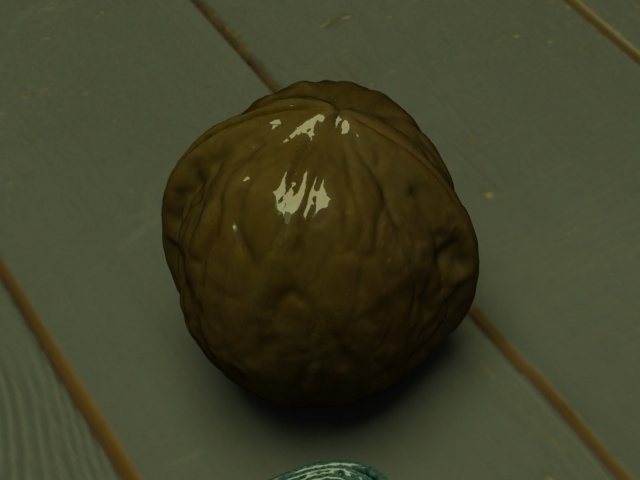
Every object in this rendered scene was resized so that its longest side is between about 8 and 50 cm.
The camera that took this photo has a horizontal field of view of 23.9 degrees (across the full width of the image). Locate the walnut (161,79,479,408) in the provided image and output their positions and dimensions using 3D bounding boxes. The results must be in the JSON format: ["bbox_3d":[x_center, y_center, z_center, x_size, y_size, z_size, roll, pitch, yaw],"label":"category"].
[{"bbox_3d":[0.000,0.000,1.030,0.228,0.228,0.228,-3,48,4],"label":"walnut"}]

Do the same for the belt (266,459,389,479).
[{"bbox_3d":[-0.097,0.202,0.965,0.302,0.072,0.087,-7,52,-2],"label":"belt"}]
